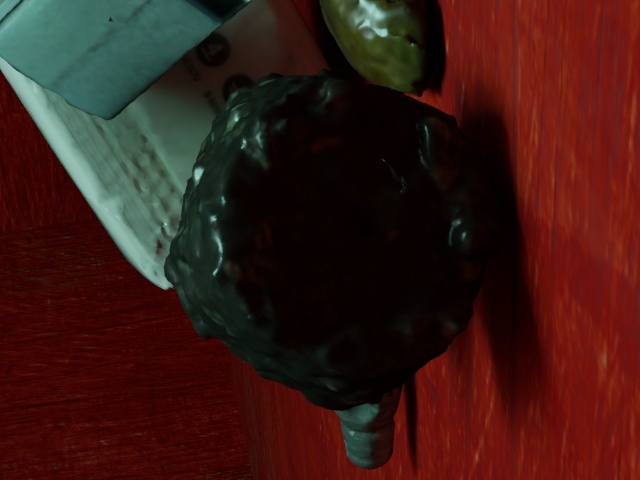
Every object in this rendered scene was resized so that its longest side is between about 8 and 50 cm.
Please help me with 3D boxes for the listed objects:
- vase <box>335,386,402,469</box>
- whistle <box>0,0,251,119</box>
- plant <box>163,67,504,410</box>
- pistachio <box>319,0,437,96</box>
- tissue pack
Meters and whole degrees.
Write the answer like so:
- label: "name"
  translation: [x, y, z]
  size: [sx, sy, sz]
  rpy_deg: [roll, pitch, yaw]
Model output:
- label: "vase"
  translation: [0.026, 0.057, 1.110]
  size: [0.060, 0.060, 0.211]
  rpy_deg: [-108, 10, -57]
- label: "whistle"
  translation: [-0.069, -0.200, 1.008]
  size: [0.290, 0.163, 0.163]
  rpy_deg: [-31, 63, 47]
- label: "plant"
  translation: [-0.002, -0.001, 0.873]
  size: [0.149, 0.146, 0.274]
  rpy_deg: [-55, 1, -6]
- label: "pistachio"
  translation: [0.023, -0.128, 0.935]
  size: [0.173, 0.049, 0.089]
  rpy_deg: [-117, 21, -70]
- label: "tissue pack"
  translation: [-0.135, -0.165, 1.224]
  size: [0.356, 0.194, 0.266]
  rpy_deg: [59, 176, -9]
